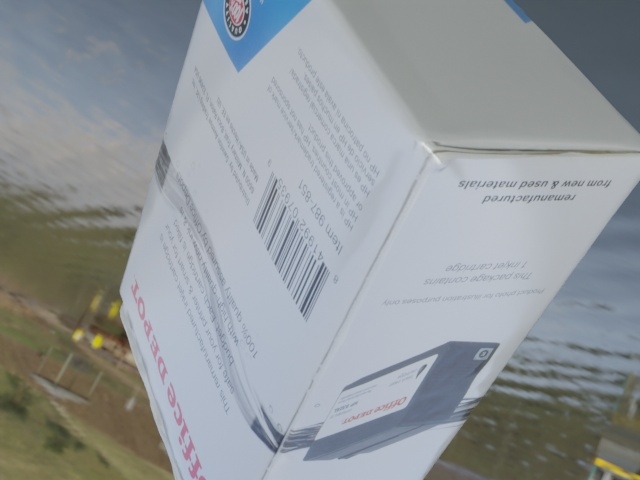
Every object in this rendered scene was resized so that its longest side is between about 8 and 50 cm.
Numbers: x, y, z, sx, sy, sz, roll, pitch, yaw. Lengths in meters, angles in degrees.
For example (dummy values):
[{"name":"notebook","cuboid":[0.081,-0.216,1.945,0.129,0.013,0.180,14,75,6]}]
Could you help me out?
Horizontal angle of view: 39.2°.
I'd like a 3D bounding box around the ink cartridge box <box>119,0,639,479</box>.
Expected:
[{"name":"ink cartridge box","cuboid":[0.000,0.000,0.503,0.129,0.307,0.223,-2,-135,-30]}]
